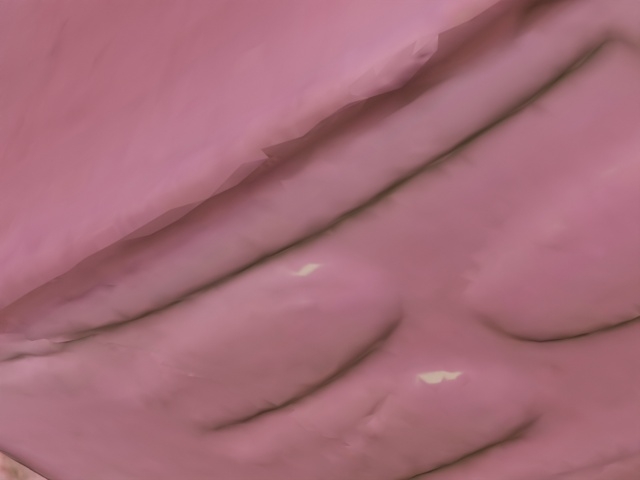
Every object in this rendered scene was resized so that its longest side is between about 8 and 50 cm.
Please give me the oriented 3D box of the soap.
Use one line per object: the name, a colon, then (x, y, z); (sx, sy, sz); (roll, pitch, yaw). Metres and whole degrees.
soap: (0.114, 0.011, 0.624); (0.350, 0.213, 0.435); (-28, 130, 33)
